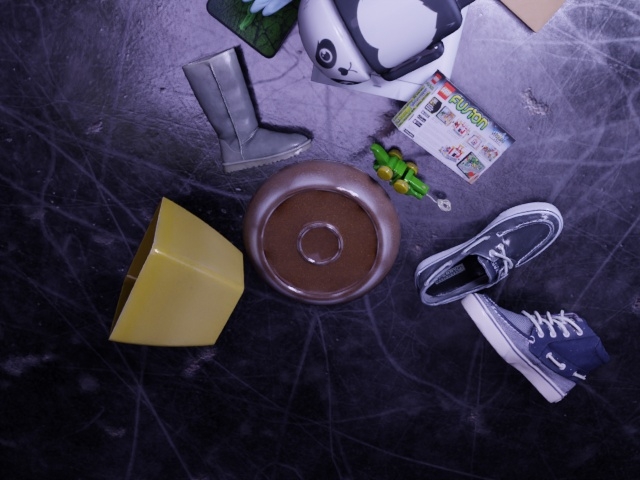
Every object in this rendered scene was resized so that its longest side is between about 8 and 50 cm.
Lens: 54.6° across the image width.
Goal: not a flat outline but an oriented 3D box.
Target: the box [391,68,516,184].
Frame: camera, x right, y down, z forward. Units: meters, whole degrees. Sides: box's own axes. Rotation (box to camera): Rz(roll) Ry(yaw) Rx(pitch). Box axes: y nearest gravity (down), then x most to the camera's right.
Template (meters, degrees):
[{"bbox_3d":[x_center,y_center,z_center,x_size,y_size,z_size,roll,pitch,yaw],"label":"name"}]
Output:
[{"bbox_3d":[0.232,-0.188,1.064,0.207,0.036,0.114,29,114,-35],"label":"box"}]

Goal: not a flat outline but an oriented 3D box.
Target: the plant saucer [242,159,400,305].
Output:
[{"bbox_3d":[0.000,0.000,1.199,0.311,0.050,0.310,1,114,3],"label":"plant saucer"}]

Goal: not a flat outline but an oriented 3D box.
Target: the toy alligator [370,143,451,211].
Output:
[{"bbox_3d":[0.156,-0.107,1.144,0.190,0.056,0.051,38,152,-13],"label":"toy alligator"}]

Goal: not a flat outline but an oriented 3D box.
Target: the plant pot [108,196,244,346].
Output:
[{"bbox_3d":[-0.259,0.080,1.175,0.187,0.212,0.212,23,113,-19],"label":"plant pot"}]

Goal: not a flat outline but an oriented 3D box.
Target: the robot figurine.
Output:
[{"bbox_3d":[0.100,-0.347,0.917,0.278,0.173,0.209,-26,100,18],"label":"robot figurine"}]

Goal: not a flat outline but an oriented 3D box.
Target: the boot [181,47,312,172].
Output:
[{"bbox_3d":[-0.128,-0.236,1.103,0.190,0.076,0.208,-12,105,7],"label":"boot"}]

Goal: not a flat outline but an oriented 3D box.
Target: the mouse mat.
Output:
[{"bbox_3d":[-0.091,-0.421,1.030,0.153,0.007,0.189,39,110,5],"label":"mouse mat"}]

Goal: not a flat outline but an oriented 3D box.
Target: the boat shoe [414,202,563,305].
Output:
[{"bbox_3d":[0.315,0.033,1.160,0.301,0.102,0.108,-26,108,14],"label":"boat shoe"}]

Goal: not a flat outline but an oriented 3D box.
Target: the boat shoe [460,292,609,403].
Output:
[{"bbox_3d":[0.418,0.171,1.192,0.158,0.127,0.340,-41,123,13],"label":"boat shoe"}]

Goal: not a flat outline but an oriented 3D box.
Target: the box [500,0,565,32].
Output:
[{"bbox_3d":[0.359,-0.465,0.992,0.164,0.021,0.201,37,110,-11],"label":"box"}]

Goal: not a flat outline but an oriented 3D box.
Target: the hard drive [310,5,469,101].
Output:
[{"bbox_3d":[0.129,-0.413,1.007,0.233,0.047,0.352,13,113,5],"label":"hard drive"}]

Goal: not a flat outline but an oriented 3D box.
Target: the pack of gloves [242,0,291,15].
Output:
[{"bbox_3d":[-0.046,-0.479,0.987,0.232,0.046,0.195,-26,81,16],"label":"pack of gloves"}]
